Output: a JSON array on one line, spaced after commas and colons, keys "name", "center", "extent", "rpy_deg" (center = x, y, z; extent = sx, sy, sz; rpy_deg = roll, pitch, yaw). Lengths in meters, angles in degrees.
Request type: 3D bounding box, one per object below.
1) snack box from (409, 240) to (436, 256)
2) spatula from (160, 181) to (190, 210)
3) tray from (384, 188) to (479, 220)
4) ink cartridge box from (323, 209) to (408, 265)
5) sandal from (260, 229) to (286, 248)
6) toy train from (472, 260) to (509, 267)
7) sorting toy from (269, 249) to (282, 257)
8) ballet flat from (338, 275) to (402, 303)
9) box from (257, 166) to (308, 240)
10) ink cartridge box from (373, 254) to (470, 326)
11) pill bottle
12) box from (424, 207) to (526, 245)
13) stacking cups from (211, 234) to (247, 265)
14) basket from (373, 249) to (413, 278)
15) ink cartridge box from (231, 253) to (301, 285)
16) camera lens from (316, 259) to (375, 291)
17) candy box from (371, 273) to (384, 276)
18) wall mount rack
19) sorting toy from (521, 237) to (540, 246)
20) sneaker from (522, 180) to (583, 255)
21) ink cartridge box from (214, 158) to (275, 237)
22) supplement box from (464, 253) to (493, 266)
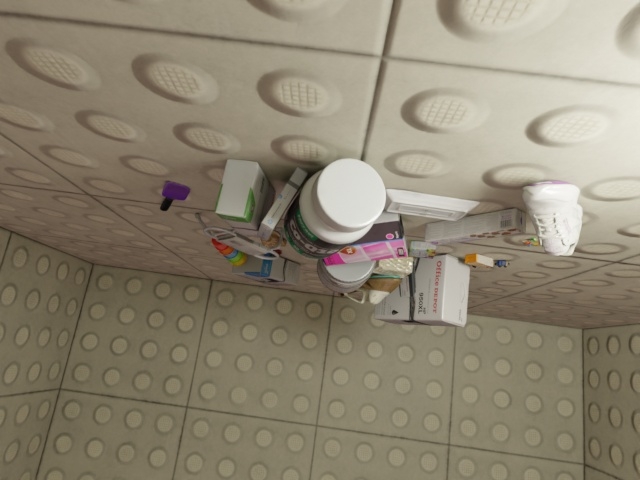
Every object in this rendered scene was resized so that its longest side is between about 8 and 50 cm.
[{"name": "snack box", "center": [0.405, 0.037, 1.773], "extent": [0.101, 0.037, 0.141], "rpy_deg": [6, 166, 12]}, {"name": "spatula", "center": [-0.529, -0.146, 1.573], "extent": [0.084, 0.030, 0.297], "rpy_deg": [12, 165, -26]}, {"name": "tray", "center": [0.310, -0.098, 1.313], "extent": [0.271, 0.030, 0.145], "rpy_deg": [8, 167, -1]}, {"name": "ink cartridge box", "center": [0.094, -0.002, 1.486], "extent": [0.372, 0.069, 0.175], "rpy_deg": [-6, 136, 18]}, {"name": "sandal", "center": [-0.210, 0.010, 1.914], "extent": [0.088, 0.079, 0.240], "rpy_deg": [3, 165, 20]}, {"name": "toy train", "center": [0.711, 0.097, 1.871], "extent": [0.159, 0.027, 0.036], "rpy_deg": [-4, 151, 40]}, {"name": "sorting toy", "center": [-0.229, 0.073, 2.246], "extent": [0.061, 0.042, 0.102], "rpy_deg": [11, 166, -10]}, {"name": "ballet flat", "center": [0.203, 0.214, 1.941], "extent": [0.343, 0.123, 0.116], "rpy_deg": [-3, 163, 41]}, {"name": "box", "center": [-0.107, -0.097, 1.227], "extent": [0.038, 0.186, 0.145], "rpy_deg": [31, 163, -5]}, {"name": "ink cartridge box", "center": [0.446, 0.229, 2.000], "extent": [0.166, 0.285, 0.395], "rpy_deg": [19, 161, -36]}, {"name": "pill bottle", "center": [0.028, -0.076, 1.200], "extent": [0.205, 0.204, 0.361], "rpy_deg": [11, 165, -12]}, {"name": "box", "center": [0.473, -0.038, 1.390], "extent": [0.063, 0.067, 0.324], "rpy_deg": [18, 162, -35]}, {"name": "stacking cups", "center": [-0.439, 0.044, 2.158], "extent": [0.096, 0.095, 0.316], "rpy_deg": [6, 164, 6]}, {"name": "basket", "center": [0.297, 0.087, 1.875], "extent": [0.168, 0.113, 0.103], "rpy_deg": [11, 163, -14]}, {"name": "ink cartridge box", "center": [-0.291, 0.157, 2.429], "extent": [0.223, 0.128, 0.308], "rpy_deg": [-4, 162, 37]}, {"name": "camera lens", "center": [0.098, 0.089, 1.769], "extent": [0.220, 0.219, 0.274], "rpy_deg": [8, 166, -1]}, {"name": "candy box", "center": [0.208, 0.108, 2.011], "extent": [0.187, 0.109, 0.053], "rpy_deg": [1, 165, 22]}, {"name": "wall mount rack", "center": [-0.323, -0.028, 1.732], "extent": [0.305, 0.130, 0.350], "rpy_deg": [-7, 155, 38]}, {"name": "sorting toy", "center": [0.724, 0.006, 1.529], "extent": [0.062, 0.012, 0.083], "rpy_deg": [-2, 163, 35]}, {"name": "sneaker", "center": [0.588, -0.050, 1.106], "extent": [0.114, 0.151, 0.305], "rpy_deg": [-3, 161, 43]}, {"name": "ink cartridge box", "center": [-0.207, -0.111, 1.273], "extent": [0.093, 0.160, 0.219], "rpy_deg": [8, 166, 9]}, {"name": "supplement box", "center": [0.650, 0.084, 1.826], "extent": [0.099, 0.036, 0.062], "rpy_deg": [15, 165, -26]}]
